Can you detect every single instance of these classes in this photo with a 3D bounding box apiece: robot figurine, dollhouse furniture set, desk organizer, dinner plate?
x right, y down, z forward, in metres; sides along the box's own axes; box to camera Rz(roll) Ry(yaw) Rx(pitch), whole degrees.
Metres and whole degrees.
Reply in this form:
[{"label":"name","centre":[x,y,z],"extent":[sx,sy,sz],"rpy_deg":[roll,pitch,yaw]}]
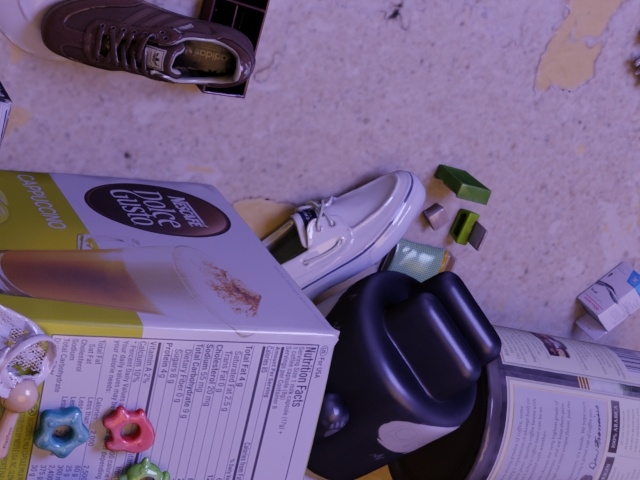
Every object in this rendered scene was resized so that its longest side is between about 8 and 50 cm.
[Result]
[{"label":"robot figurine","centre":[0.036,0.134,1.577],"extent":[0.278,0.173,0.209],"rpy_deg":[-32,144,33]},{"label":"dollhouse furniture set","centre":[0.122,0.003,1.652],"extent":[0.076,0.058,0.151],"rpy_deg":[15,108,-27]},{"label":"desk organizer","centre":[-0.081,-0.199,1.472],"extent":[0.047,0.050,0.130],"rpy_deg":[6,112,-25]},{"label":"dinner plate","centre":[-0.221,-0.223,1.423],"extent":[0.141,0.017,0.141],"rpy_deg":[-10,120,-18]}]

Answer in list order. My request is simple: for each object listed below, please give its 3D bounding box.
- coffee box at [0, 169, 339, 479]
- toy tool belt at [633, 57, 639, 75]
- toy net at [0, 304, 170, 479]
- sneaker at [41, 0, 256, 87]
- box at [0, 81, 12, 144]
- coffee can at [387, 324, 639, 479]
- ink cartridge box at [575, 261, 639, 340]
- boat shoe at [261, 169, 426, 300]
[{"label":"coffee box","centre":[-0.221,0.150,1.416],"extent":[0.334,0.337,0.338],"rpy_deg":[4,112,-24]},{"label":"toy tool belt","centre":[0.349,-0.174,1.664],"extent":[0.051,0.052,0.083],"rpy_deg":[-47,122,-6]},{"label":"toy net","centre":[-0.193,0.135,1.194],"extent":[0.122,0.045,0.232],"rpy_deg":[-26,120,-9]},{"label":"sneaker","centre":[-0.148,-0.172,1.405],"extent":[0.188,0.071,0.066],"rpy_deg":[6,108,-8]},{"label":"box","centre":[-0.414,-0.148,1.246],"extent":[0.307,0.242,0.076],"rpy_deg":[11,110,-28]},{"label":"coffee can","centre":[0.234,0.198,1.710],"extent":[0.275,0.201,0.201],"rpy_deg":[12,110,-27]},{"label":"ink cartridge box","centre":[0.316,0.066,1.770],"extent":[0.083,0.048,0.028],"rpy_deg":[-38,123,-2]},{"label":"boat shoe","centre":[0.000,0.000,1.584],"extent":[0.226,0.083,0.076],"rpy_deg":[-41,124,2]}]
